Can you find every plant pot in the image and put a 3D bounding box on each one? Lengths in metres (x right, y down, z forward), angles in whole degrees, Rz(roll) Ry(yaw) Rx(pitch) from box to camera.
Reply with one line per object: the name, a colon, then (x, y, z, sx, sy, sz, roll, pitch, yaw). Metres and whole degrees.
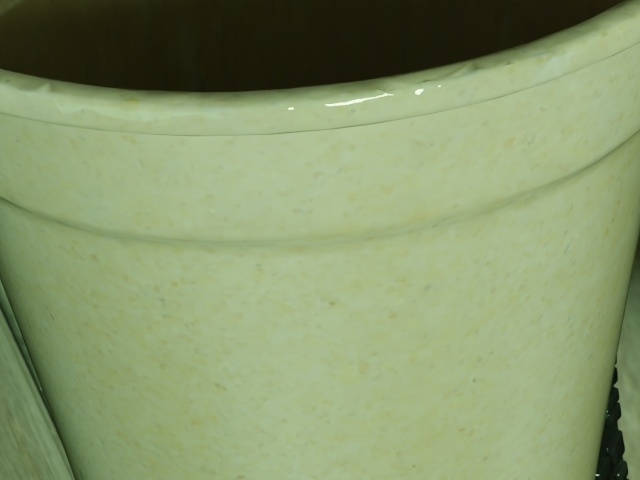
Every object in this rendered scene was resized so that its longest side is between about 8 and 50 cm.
plant pot: (0.000, 0.000, 0.750, 0.334, 0.334, 0.305, 17, 128, 31)

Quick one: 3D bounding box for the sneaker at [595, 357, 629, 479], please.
sneaker: (0.091, 0.112, 0.997, 0.124, 0.107, 0.283, 19, 126, 36)
